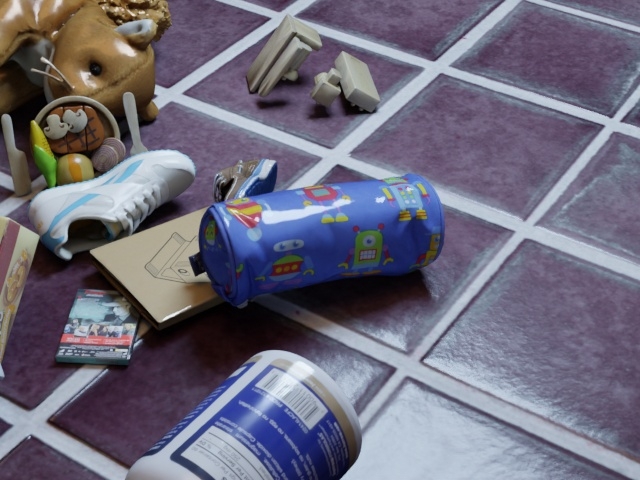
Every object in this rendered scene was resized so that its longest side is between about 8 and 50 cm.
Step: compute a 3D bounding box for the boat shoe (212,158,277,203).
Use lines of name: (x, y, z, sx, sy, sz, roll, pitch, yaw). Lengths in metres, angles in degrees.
boat shoe: (-0.109, -0.064, 1.501, 0.066, 0.066, 0.183, 9, 18, 8)

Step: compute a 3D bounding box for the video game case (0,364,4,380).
video game case: (-0.470, 0.093, 1.217, 0.206, 0.026, 0.227, -26, 72, 2)

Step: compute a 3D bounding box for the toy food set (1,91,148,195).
toy food set: (-0.336, -0.133, 1.553, 0.192, 0.132, 0.038, -14, 18, -15)

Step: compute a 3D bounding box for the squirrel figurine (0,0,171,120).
squirrel figurine: (-0.378, -0.336, 1.699, 0.370, 0.281, 0.397, 24, 47, 18)

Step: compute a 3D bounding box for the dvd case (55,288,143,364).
dvd case: (-0.261, 0.103, 1.350, 0.087, 0.013, 0.119, 2, 40, 2)

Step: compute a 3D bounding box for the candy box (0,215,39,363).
candy box: (-0.505, 0.039, 1.300, 0.316, 0.087, 0.183, 12, 80, 13)

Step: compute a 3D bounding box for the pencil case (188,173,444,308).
pencil case: (0.000, 0.000, 1.374, 0.306, 0.133, 0.119, -10, 21, -23)

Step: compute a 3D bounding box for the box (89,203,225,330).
box: (-0.164, 0.028, 1.425, 0.201, 0.021, 0.164, -23, 44, -33)

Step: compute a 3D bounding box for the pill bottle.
pill bottle: (-0.092, 0.236, 1.074, 0.153, 0.153, 0.264, 26, 45, 28)

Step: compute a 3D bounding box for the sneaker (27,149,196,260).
sneaker: (-0.263, -0.044, 1.484, 0.228, 0.087, 0.092, -25, 52, -18)

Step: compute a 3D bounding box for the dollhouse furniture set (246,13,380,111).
dollhouse furniture set: (-0.014, -0.241, 1.765, 0.151, 0.123, 0.144, 24, 30, -28)
